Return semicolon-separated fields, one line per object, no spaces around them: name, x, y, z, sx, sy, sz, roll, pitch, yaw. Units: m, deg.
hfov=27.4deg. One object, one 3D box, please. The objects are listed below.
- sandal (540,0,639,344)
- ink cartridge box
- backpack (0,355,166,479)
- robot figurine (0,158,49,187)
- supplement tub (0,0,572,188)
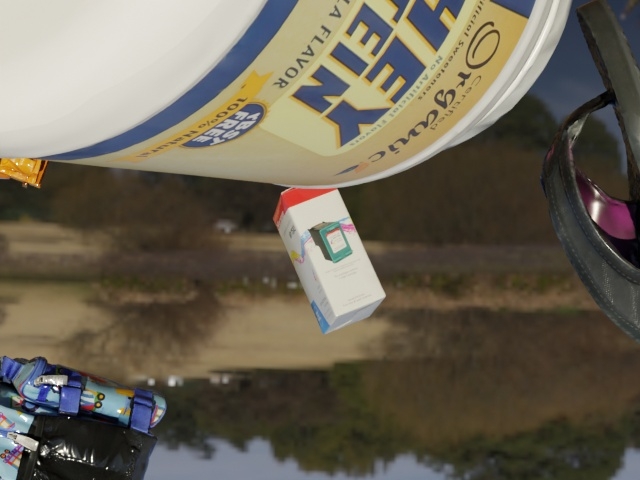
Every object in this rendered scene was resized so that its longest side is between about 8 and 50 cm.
sandal;0.259;0.021;1.104;0.107;0.445;0.167;-16;-156;8
ink cartridge box;0.000;0.000;1.798;0.078;0.231;0.134;-22;169;-12
backpack;-0.205;0.134;0.869;0.173;0.116;0.158;17;168;-13
robot figurine;-0.424;-0.177;1.455;0.291;0.211;0.085;20;173;-7
supplement tub;-0.034;-0.138;0.532;0.228;0.228;0.316;0;179;28
